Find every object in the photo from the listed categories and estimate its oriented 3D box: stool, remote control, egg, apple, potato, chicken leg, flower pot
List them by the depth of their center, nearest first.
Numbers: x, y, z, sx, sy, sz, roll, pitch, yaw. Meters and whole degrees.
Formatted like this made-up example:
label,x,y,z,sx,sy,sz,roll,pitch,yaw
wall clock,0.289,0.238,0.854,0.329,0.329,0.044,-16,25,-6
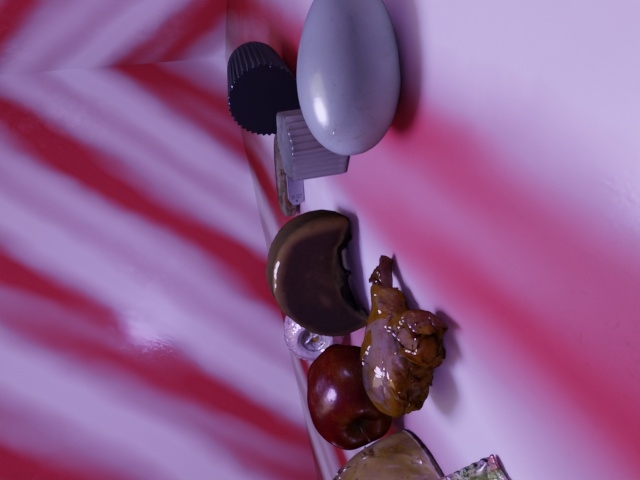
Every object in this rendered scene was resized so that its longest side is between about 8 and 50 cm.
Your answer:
label,x,y,z,sx,sy,sz,roll,pitch,yaw
egg,0.061,-0.376,0.953,0.230,0.230,0.371,-151,57,-70
chicken leg,0.206,0.211,1.070,0.295,0.182,0.409,122,151,-56
potato,0.180,0.814,1.251,0.385,0.319,0.442,-123,24,-56
flower pot,-0.029,-0.314,1.395,0.239,0.189,0.209,-131,32,-61
apple,0.092,0.502,1.412,0.317,0.288,0.288,-107,13,-55
stool,-0.252,-0.646,1.795,0.330,0.297,0.297,-110,17,-44
remote control,-0.116,-0.276,1.946,0.022,0.077,0.245,-130,32,-56

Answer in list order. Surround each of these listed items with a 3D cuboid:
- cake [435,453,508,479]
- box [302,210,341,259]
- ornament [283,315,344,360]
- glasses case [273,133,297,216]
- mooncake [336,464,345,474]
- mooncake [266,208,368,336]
label,x,y,z,sx,sy,sz,roll,pitch,yaw
cake,0.351,0.545,0.939,0.225,0.090,0.109,-58,41,42
box,0.000,0.000,1.776,0.350,0.058,0.211,-149,50,-70
ornament,-0.026,0.359,1.771,0.225,0.259,0.259,-88,-8,-73
glasses case,-0.163,-0.308,2.055,0.156,0.098,0.425,-117,21,-51
mooncake,0.177,1.028,1.716,0.306,0.154,0.306,169,90,-72
mooncake,0.015,0.100,1.480,0.394,0.393,0.246,-60,19,-2
